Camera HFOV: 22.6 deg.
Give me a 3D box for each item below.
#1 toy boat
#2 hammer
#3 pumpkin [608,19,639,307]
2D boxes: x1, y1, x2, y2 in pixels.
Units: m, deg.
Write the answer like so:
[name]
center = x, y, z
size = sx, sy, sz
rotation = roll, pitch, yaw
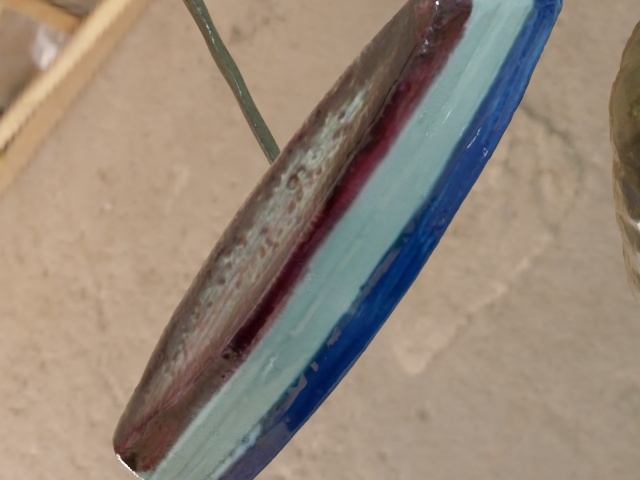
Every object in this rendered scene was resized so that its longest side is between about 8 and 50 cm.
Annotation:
[toy boat]
center = 0.000, 0.000, 0.550
size = 0.229, 0.046, 0.080
rotation = -54, 37, 24
[hammer]
center = -0.076, -0.144, 0.989
size = 0.292, 0.029, 0.058
rotation = 63, 154, -7
[pumpkin]
center = 0.309, -0.060, 1.015
size = 0.242, 0.232, 0.325
rotation = 9, 87, 28
